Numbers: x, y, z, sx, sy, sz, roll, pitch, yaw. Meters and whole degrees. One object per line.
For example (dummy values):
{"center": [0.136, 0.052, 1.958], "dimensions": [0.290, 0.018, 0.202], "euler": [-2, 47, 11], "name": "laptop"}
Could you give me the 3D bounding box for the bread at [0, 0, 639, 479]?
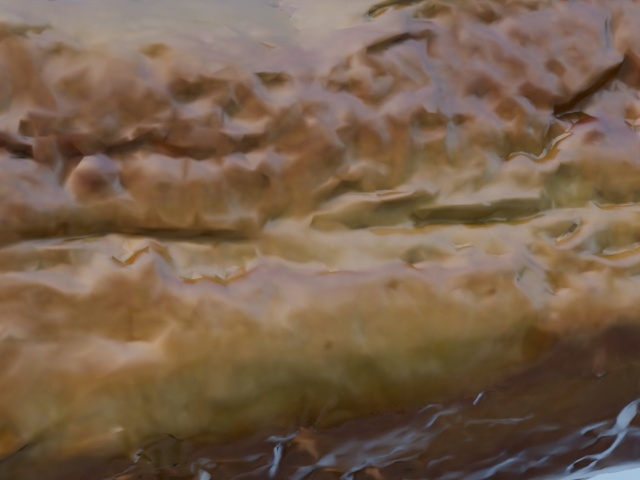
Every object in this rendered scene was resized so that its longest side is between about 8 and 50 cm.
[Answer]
{"center": [-0.002, 0.000, 0.456], "dimensions": [0.344, 0.195, 0.149], "euler": [-5, -26, -17], "name": "bread"}
